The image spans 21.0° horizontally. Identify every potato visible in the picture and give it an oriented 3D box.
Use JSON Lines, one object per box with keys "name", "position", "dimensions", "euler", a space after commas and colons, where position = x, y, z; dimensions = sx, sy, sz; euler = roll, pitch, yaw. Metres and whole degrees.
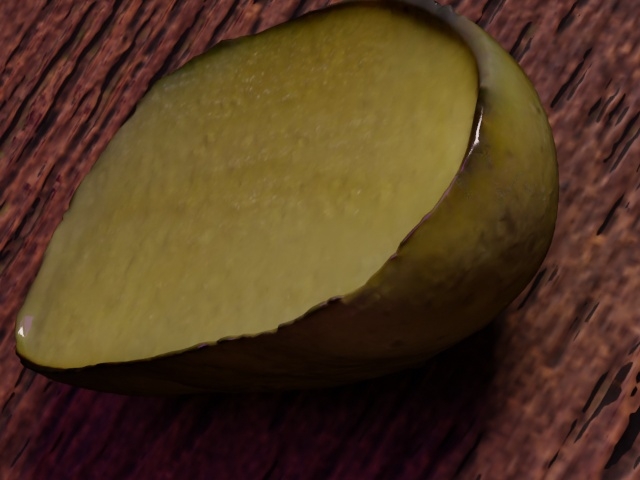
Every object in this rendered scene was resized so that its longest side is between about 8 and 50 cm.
{"name": "potato", "position": [0.000, 0.000, 0.712], "dimensions": [0.271, 0.111, 0.160], "euler": [-16, 48, 46]}
